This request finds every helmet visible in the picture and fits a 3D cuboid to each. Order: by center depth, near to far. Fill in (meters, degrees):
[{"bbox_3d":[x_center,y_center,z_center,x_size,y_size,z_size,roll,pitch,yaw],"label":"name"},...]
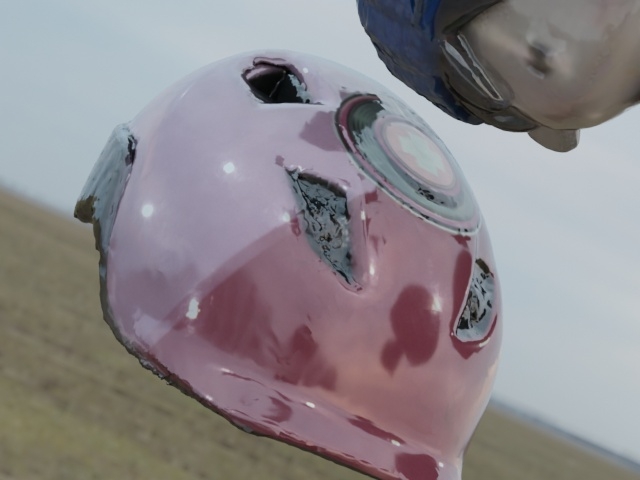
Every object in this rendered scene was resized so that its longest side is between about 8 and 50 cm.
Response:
[{"bbox_3d":[0.000,0.000,0.908,0.198,0.154,0.253,28,3,-32],"label":"helmet"}]

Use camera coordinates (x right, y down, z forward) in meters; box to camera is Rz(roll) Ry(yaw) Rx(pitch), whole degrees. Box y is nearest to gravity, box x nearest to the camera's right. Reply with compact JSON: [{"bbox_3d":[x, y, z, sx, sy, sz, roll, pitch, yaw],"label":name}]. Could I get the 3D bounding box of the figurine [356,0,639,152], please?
[{"bbox_3d":[0.072,-0.045,0.383,0.136,0.077,0.079,23,18,7],"label":"figurine"}]
